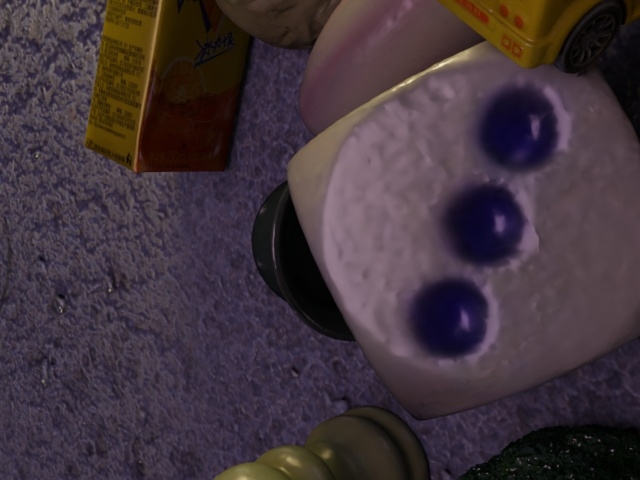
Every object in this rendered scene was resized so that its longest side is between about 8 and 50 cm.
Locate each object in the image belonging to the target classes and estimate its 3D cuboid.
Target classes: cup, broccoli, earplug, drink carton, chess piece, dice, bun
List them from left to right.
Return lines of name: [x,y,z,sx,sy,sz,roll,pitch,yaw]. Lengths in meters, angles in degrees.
drink carton: [-0.164,-0.261,1.148,0.111,0.154,0.351,24,109,35]
bun: [-0.020,-0.302,1.028,0.237,0.116,0.210,-16,98,24]
chess piece: [-0.015,0.263,1.010,0.144,0.251,0.144,3,95,39]
cup: [0.000,0.000,1.043,0.150,0.199,0.199,3,96,57]
earplug: [0.087,-0.201,0.938,0.301,0.172,0.172,-46,66,32]
dice: [0.136,-0.012,0.831,0.259,0.243,0.251,-27,86,10]
broccoli: [0.220,0.305,0.858,0.254,0.269,0.269,32,113,38]

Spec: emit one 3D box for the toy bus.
toy bus: [0.234,-0.255,0.712,0.144,0.330,0.152,47,154,31]
